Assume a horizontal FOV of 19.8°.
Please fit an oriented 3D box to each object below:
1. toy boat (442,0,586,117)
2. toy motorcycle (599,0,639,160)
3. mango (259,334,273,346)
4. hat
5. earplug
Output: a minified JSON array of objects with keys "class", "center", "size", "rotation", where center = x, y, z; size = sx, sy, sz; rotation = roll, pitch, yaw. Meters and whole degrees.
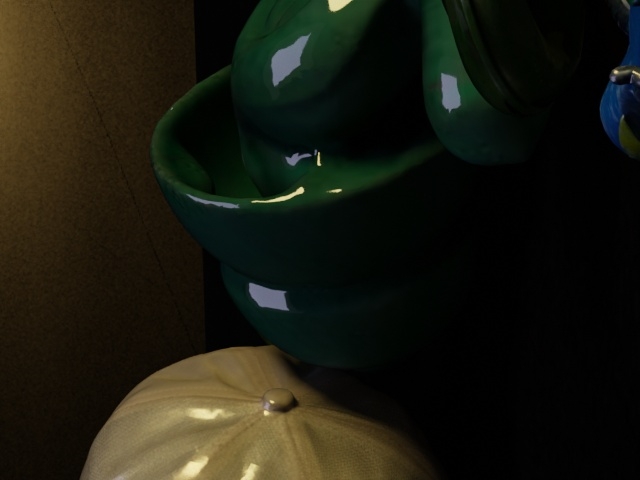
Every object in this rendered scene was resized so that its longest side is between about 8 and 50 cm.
[{"class":"toy boat","center":[0.067,-0.141,0.601],"size":[0.104,0.052,0.210],"rotation":[37,-123,-56]},{"class":"toy motorcycle","center":[0.099,-0.079,0.456],"size":[0.254,0.092,0.136],"rotation":[85,173,-83]},{"class":"mango","center":[0.000,0.000,1.078],"size":[0.233,0.111,0.125],"rotation":[77,-160,-65]},{"class":"hat","center":[-0.038,0.132,0.965],"size":[0.275,0.232,0.161],"rotation":[-168,81,-75]},{"class":"earplug","center":[0.034,-0.044,0.826],"size":[0.257,0.164,0.280],"rotation":[22,138,35]}]
